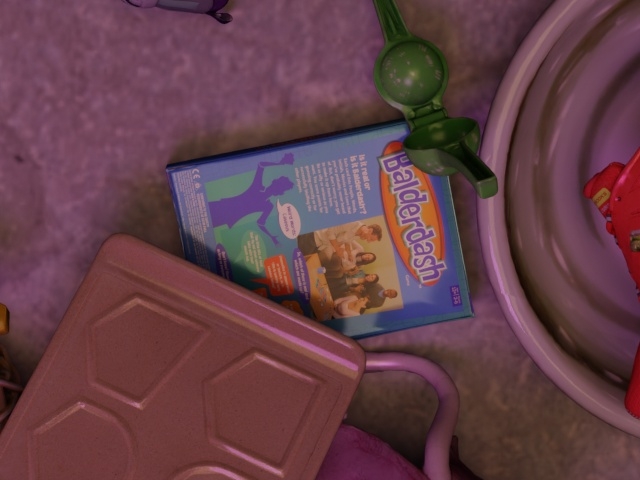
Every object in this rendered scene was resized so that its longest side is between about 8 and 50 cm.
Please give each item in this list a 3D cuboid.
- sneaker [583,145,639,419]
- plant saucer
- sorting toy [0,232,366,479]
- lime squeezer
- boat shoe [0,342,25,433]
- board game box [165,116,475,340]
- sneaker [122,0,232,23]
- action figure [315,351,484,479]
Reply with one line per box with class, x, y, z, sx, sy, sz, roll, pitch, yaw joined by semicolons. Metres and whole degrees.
sneaker;0.242;-0.010;1.142;0.118;0.107;0.279;12;94;13
plant saucer;0.309;-0.043;1.227;0.400;0.100;0.401;-1;98;-5
sorting toy;-0.149;0.116;1.146;0.307;0.041;0.229;25;76;4
lime squeezer;0.066;-0.115;1.167;0.059;0.310;0.110;-29;141;10
boat shoe;-0.276;0.124;1.195;0.341;0.121;0.110;38;94;-7
board game box;0.000;0.000;1.236;0.210;0.047;0.160;-11;97;-3
sneaker;-0.083;-0.274;1.192;0.098;0.083;0.224;11;102;-26
action figure;0.109;0.227;1.112;0.248;0.370;0.276;-3;94;-6
